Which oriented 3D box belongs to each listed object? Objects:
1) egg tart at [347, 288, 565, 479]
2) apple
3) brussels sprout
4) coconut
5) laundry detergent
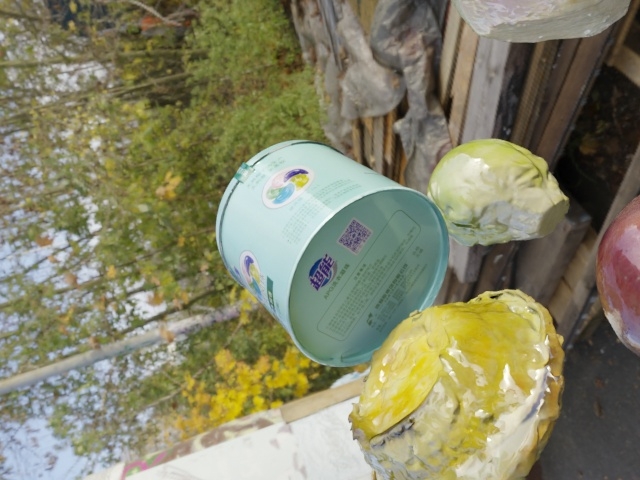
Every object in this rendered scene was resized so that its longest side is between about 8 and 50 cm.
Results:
[{"bbox_3d":[0.149,0.194,0.745,0.132,0.345,0.345,34,176,-12],"label":"egg tart"},{"bbox_3d":[0.541,0.045,0.790,0.235,0.305,0.306,59,179,-35],"label":"apple"},{"bbox_3d":[0.383,-0.104,1.314,0.317,0.273,0.243,-121,40,-61],"label":"brussels sprout"},{"bbox_3d":[0.281,-0.416,0.768,0.297,0.254,0.298,1,-90,-76],"label":"coconut"},{"bbox_3d":[0.000,0.000,0.937,0.305,0.287,0.287,37,144,50],"label":"laundry detergent"}]
